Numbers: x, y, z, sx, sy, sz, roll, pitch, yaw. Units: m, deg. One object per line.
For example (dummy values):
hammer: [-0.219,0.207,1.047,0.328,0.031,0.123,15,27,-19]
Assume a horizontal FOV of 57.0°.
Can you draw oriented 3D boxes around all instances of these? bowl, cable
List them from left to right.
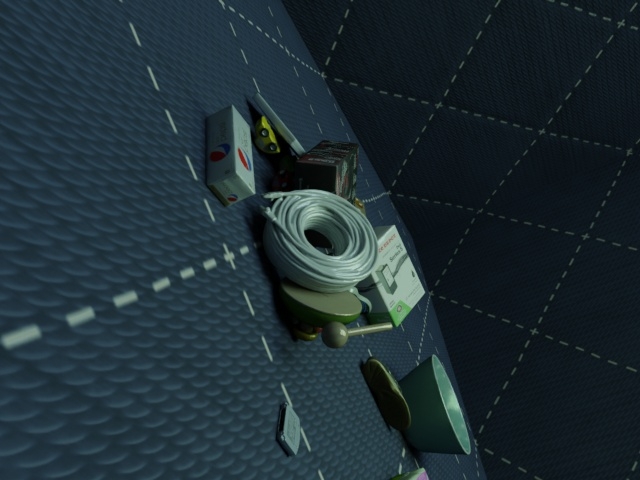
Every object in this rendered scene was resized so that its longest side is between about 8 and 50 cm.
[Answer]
cable: [0.000,0.000,1.296,0.257,0.089,0.257,-11,60,-37]
bowl: [0.333,0.528,1.836,0.311,0.163,0.311,59,17,-31]

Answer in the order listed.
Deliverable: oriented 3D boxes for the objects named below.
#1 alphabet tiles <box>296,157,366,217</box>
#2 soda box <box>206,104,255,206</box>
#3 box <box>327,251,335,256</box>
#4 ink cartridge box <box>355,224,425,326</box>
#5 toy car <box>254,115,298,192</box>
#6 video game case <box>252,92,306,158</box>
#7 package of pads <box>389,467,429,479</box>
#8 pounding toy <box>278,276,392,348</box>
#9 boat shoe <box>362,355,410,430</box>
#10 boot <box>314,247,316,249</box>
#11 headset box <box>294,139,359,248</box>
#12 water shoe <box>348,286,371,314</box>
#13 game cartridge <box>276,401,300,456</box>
alphabet tiles: [0.040,-0.123,1.835,0.285,0.011,0.342,32,31,-26]
soda box: [-0.184,-0.174,1.192,0.074,0.069,0.216,52,20,-45]
box: [0.044,0.085,1.740,0.067,0.018,0.083,57,18,-36]
ink cartridge box: [0.201,0.115,1.911,0.198,0.115,0.272,-42,113,-39]
toy car: [-0.102,-0.197,1.564,0.225,0.053,0.238,0,69,-75]
video game case: [-0.079,-0.274,1.663,0.204,0.025,0.285,53,3,27]
package of pads: [0.211,0.654,1.319,0.296,0.101,0.229,29,40,-67]
pounding toy: [0.003,0.171,1.247,0.183,0.110,0.237,2,23,-43]
boat shoe: [0.190,0.420,1.645,0.223,0.080,0.073,61,20,-8]
boot: [-0.014,0.062,1.508,0.099,0.045,0.121,59,9,-38]
headset box: [0.014,-0.123,1.526,0.293,0.110,0.218,-55,150,-64]
water shoe: [0.087,0.190,1.681,0.203,0.073,0.080,46,52,-56]
game cartridge: [-0.054,0.327,1.017,0.056,0.017,0.083,57,17,-23]
